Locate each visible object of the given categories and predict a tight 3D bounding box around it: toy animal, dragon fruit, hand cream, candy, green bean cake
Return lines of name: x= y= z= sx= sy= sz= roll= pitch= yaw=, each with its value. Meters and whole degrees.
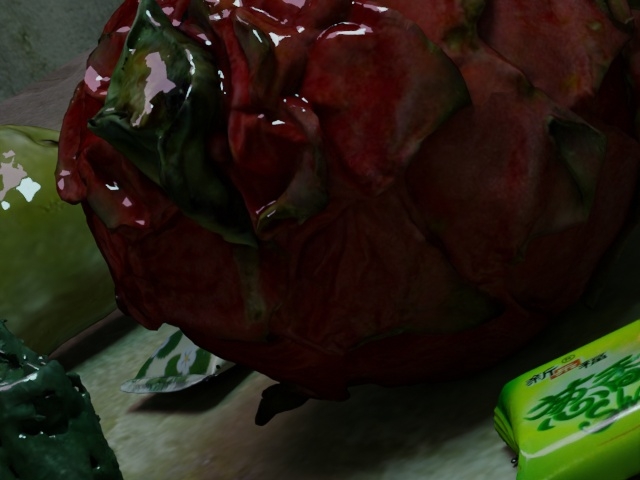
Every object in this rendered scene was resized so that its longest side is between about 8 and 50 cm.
toy animal: x=-0.203 y=-0.002 z=1.198 sx=0.363 sy=0.180 sz=0.181 roll=-38 pitch=-5 yaw=-22
dragon fruit: x=0.032 y=-0.048 z=0.833 sx=0.299 sy=0.244 sz=0.244 roll=-11 pitch=10 yaw=-15
hand cream: x=0.000 y=0.000 z=1.075 sx=0.276 sy=0.059 sz=0.095 roll=-42 pitch=17 yaw=-28
candy: x=0.144 y=0.042 z=0.687 sx=0.178 sy=0.032 sz=0.102 roll=-27 pitch=14 yaw=8
green bean cake: x=-0.190 y=0.102 z=0.985 sx=0.193 sy=0.107 sz=0.208 roll=-28 pitch=13 yaw=10
